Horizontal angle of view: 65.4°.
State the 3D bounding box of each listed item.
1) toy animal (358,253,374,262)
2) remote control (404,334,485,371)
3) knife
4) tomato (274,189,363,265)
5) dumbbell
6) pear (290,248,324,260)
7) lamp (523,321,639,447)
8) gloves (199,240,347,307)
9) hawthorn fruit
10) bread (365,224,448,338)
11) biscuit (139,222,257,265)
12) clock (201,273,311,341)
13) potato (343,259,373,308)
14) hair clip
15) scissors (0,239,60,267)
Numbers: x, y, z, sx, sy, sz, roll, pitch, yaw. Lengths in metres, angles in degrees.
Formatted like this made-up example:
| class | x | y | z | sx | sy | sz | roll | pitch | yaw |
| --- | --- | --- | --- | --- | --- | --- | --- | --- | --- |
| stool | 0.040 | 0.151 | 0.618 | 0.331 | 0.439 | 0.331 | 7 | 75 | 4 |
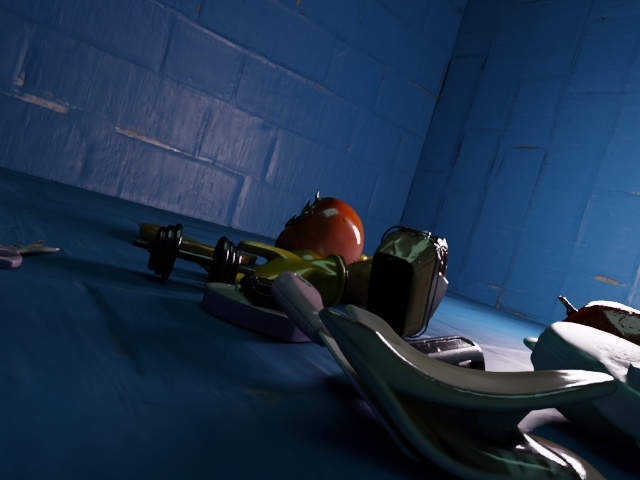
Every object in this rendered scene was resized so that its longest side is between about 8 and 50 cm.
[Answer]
| class | x | y | z | sx | sy | sz | roll | pitch | yaw |
| --- | --- | --- | --- | --- | --- | --- | --- | --- | --- |
| toy animal | 0.172 | 0.109 | 1.420 | 0.165 | 0.149 | 0.248 | 4 | 10 | -5 |
| remote control | 0.143 | 0.159 | 0.671 | 0.090 | 0.066 | 0.266 | 13 | -2 | 44 |
| knife | 0.022 | 0.128 | 0.552 | 0.081 | 0.043 | 0.336 | 35 | 6 | -33 |
| tomato | 0.000 | 0.000 | 1.398 | 0.224 | 0.256 | 0.256 | 48 | -6 | -12 |
| dumbbell | -0.212 | 0.030 | 0.850 | 0.208 | 0.099 | 0.099 | 16 | 2 | -20 |
| pear | -0.031 | 0.074 | 1.209 | 0.141 | 0.104 | 0.141 | 15 | 6 | -1 |
| lamp | 0.401 | 0.194 | 0.665 | 0.209 | 0.147 | 0.284 | 15 | -7 | 1 |
| gloves | -0.100 | 0.065 | 1.017 | 0.294 | 0.116 | 0.133 | 9 | -3 | -23 |
| hawthorn fruit | 0.552 | 0.196 | 0.978 | 0.196 | 0.196 | 0.225 | 15 | 31 | -50 |
| bread | 0.167 | 0.075 | 0.981 | 0.142 | 0.224 | 0.212 | 17 | 24 | 26 |
| biscuit | -0.330 | 0.013 | 1.254 | 0.309 | 0.040 | 0.204 | 17 | 1 | 15 |
| clock | -0.068 | 0.096 | 0.741 | 0.198 | 0.064 | 0.172 | 15 | 1 | -25 |
| potato | 0.118 | 0.107 | 1.222 | 0.176 | 0.137 | 0.137 | 15 | 0 | 35 |
| hair clip | 0.133 | 0.146 | 0.448 | 0.282 | 0.113 | 0.172 | 14 | -4 | 11 |
| scissors | -0.426 | 0.011 | 0.693 | 0.110 | 0.021 | 0.212 | 19 | 3 | 3 |
